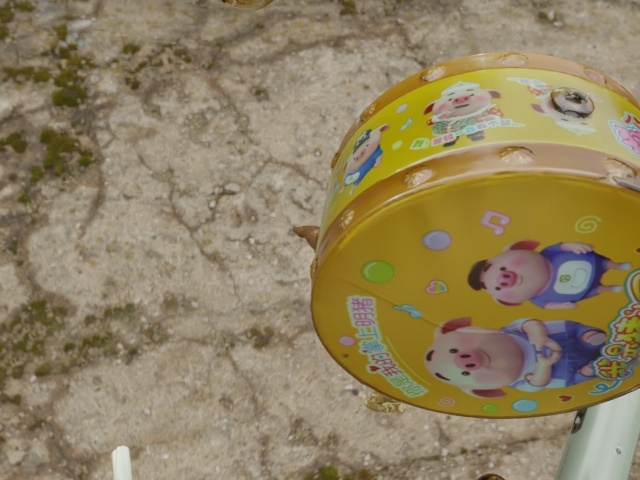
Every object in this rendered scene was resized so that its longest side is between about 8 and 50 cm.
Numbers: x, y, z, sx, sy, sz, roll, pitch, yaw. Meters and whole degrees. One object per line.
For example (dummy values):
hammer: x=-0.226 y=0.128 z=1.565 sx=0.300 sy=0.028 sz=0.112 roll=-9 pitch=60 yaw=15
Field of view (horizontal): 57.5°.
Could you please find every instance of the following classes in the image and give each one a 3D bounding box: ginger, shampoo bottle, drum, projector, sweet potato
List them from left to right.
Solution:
shampoo bottle: x=-0.355 y=0.447 z=1.052 sx=0.034 sy=0.049 sz=0.141 roll=9 pitch=41 yaw=-34
sweet potato: x=0.005 y=0.004 z=1.267 sx=0.068 sy=0.068 sz=0.226 roll=-19 pitch=21 yaw=-25
ginger: x=0.199 y=0.481 z=1.755 sx=0.193 sy=0.176 sz=0.052 roll=48 pitch=37 yaw=-36
drum: x=0.201 y=0.012 z=0.682 sx=0.432 sy=0.431 sz=0.214 roll=15 pitch=45 yaw=-6
projector: x=0.472 y=0.365 z=0.989 sx=0.108 sy=0.108 sz=0.337 roll=33 pitch=58 yaw=6

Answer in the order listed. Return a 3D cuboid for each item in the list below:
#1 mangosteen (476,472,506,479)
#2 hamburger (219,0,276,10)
mangosteen: x=0.343 y=0.504 z=1.155 sx=0.081 sy=0.081 sz=0.080 roll=7 pitch=57 yaw=-11
hamburger: x=-0.102 y=-0.461 z=0.765 sx=0.176 sy=0.300 sz=0.300 roll=-20 pitch=66 yaw=-33
